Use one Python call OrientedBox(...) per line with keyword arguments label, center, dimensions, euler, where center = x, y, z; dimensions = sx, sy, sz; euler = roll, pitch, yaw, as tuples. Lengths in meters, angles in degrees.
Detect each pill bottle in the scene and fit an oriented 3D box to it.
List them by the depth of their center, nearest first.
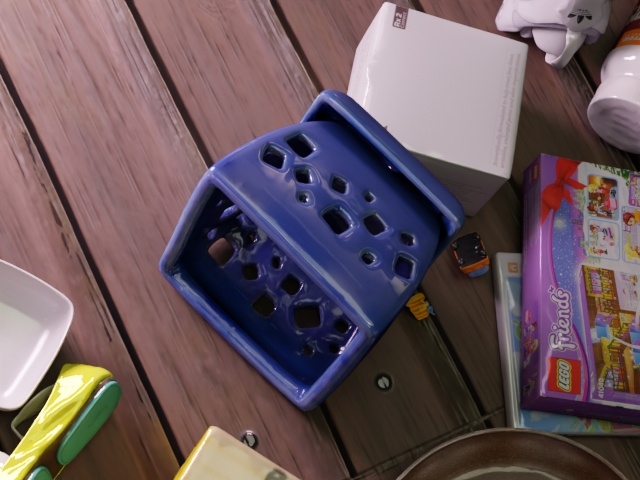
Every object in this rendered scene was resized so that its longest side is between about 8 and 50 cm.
OrientedBox(label="pill bottle", center=(0.413, -0.219, 1.839), dimensions=(0.121, 0.121, 0.221), euler=(33, 64, -1))

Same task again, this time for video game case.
OrientedBox(label="video game case", center=(0.296, 0.118, 1.729), dimensions=(0.193, 0.023, 0.212), euler=(2, 69, -14))

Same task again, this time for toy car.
OrientedBox(label="toy car", center=(0.142, 0.042, 1.721), dimensions=(0.122, 0.060, 0.040), euler=(-34, 125, -8))

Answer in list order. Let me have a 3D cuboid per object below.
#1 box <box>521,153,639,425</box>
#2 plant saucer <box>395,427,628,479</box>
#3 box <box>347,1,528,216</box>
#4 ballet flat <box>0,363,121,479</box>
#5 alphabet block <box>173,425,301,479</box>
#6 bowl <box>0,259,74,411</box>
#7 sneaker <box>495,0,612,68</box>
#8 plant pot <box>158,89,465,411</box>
OrientedBox(label="box", center=(0.329, 0.058, 1.718), dimensions=(0.200, 0.057, 0.293), euler=(10, 66, -13))
OrientedBox(label="plant saucer", center=(0.198, 0.347, 1.559), dimensions=(0.310, 0.050, 0.311), euler=(-2, 66, 5))
OrientedBox(label="box", center=(0.124, -0.147, 1.733), dimensions=(0.181, 0.119, 0.181), euler=(15, 67, -9))
OrientedBox(label="ballet flat", center=(-0.288, 0.215, 1.514), dimensions=(0.077, 0.077, 0.231), euler=(24, 60, 18))
OrientedBox(label="alphabet block", center=(-0.082, 0.322, 1.455), dimensions=(0.197, 0.193, 0.192), euler=(31, 63, -2))
OrientedBox(label="bowl", center=(-0.337, 0.096, 1.549), dimensions=(0.142, 0.053, 0.142), euler=(28, 66, -3))
OrientedBox(label="sneaker", center=(0.280, -0.368, 1.859), dimensions=(0.137, 0.210, 0.366), euler=(8, 33, -13))
OrientedBox(label="plant pot", center=(0.000, 0.000, 1.588), dimensions=(0.236, 0.236, 0.212), euler=(43, 58, 4))
